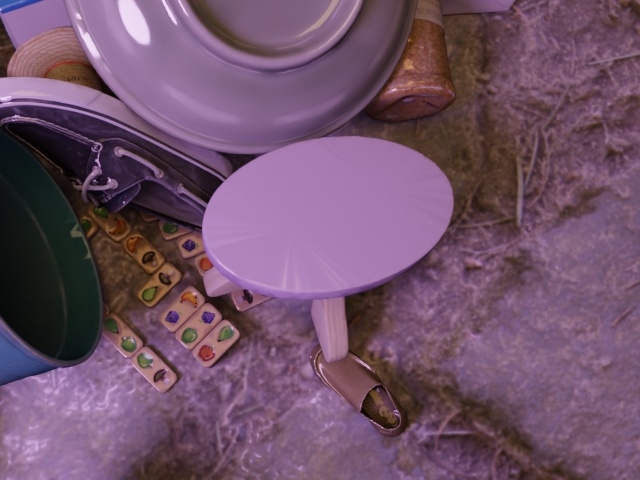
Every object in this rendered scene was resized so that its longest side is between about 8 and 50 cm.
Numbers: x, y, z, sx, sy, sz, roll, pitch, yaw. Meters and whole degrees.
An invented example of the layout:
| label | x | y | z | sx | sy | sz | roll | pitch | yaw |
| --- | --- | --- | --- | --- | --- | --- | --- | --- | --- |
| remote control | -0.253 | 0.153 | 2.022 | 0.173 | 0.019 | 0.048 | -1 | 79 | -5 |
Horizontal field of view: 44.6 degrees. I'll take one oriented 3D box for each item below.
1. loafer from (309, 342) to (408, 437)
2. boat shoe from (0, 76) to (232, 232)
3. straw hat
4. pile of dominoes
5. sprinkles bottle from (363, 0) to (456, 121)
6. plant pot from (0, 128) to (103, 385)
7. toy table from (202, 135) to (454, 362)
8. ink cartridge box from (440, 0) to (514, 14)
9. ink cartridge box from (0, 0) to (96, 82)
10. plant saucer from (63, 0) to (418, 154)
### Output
| label | x | y | z | sx | sy | sz | roll | pitch | yaw |
| --- | --- | --- | --- | --- | --- | --- | --- | --- | --- |
| loafer | 0.049 | 0.175 | 0.932 | 0.148 | 0.050 | 0.056 | 40 | 77 | 4 |
| boat shoe | -0.230 | -0.082 | 0.871 | 0.301 | 0.108 | 0.102 | 24 | 61 | -40 |
| straw hat | -0.281 | -0.170 | 0.892 | 0.144 | 0.144 | 0.061 | -23 | 66 | -10 |
| pile of dominoes | -0.196 | 0.041 | 0.944 | 0.251 | 0.040 | 0.196 | 44 | 78 | 4 |
| sprinkles bottle | 0.091 | -0.338 | 1.010 | 0.121 | 0.121 | 0.356 | -5 | 79 | -6 |
| plant pot | -0.412 | 0.048 | 0.822 | 0.255 | 0.271 | 0.272 | -22 | 80 | 8 |
| toy table | 0.000 | 0.000 | 0.892 | 0.274 | 0.161 | 0.252 | -2 | 68 | -12 |
| ink cartridge box | 0.197 | -0.414 | 1.062 | 0.115 | 0.067 | 0.198 | -6 | 79 | -7 |
| ink cartridge box | -0.302 | -0.325 | 0.924 | 0.171 | 0.168 | 0.233 | -23 | 67 | -10 |
| plant saucer | -0.063 | -0.286 | 0.810 | 0.400 | 0.100 | 0.401 | -4 | 102 | -18 |
